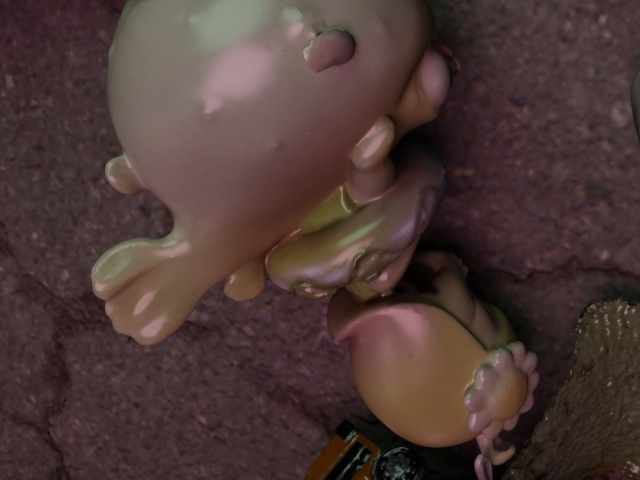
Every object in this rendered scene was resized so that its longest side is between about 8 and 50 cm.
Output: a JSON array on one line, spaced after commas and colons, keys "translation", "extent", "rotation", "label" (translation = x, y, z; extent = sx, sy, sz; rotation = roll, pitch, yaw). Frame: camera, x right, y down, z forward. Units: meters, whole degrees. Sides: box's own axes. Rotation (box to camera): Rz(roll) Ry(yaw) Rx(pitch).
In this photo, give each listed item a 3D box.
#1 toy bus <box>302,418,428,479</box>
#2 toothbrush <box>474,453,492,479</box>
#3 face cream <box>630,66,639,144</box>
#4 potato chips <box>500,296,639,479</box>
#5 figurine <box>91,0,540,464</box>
[{"translation": [0.069, 0.224, 0.806], "extent": [0.201, 0.114, 0.098], "rotation": [31, 163, 38], "label": "toy bus"}, {"translation": [0.125, 0.189, 0.825], "extent": [0.017, 0.014, 0.162], "rotation": [16, 151, 24], "label": "toothbrush"}, {"translation": [0.354, -0.075, 0.644], "extent": [0.336, 0.080, 0.163], "rotation": [-16, 102, 26], "label": "face cream"}, {"translation": [0.214, 0.112, 0.778], "extent": [0.228, 0.059, 0.167], "rotation": [-17, 116, 10], "label": "potato chips"}, {"translation": [0.000, 0.000, 0.748], "extent": [0.274, 0.226, 0.394], "rotation": [-37, 113, -7], "label": "figurine"}]
